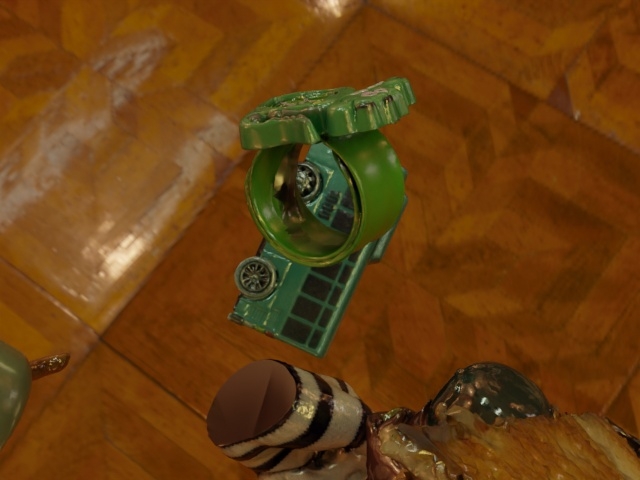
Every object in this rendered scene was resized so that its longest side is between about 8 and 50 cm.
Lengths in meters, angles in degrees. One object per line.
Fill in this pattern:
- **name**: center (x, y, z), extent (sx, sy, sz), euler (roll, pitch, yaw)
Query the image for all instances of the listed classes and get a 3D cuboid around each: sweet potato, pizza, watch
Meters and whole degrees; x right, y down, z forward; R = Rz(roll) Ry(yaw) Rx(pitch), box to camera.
- **sweet potato**: center (-0.368, 0.175, 1.473), extent (0.044, 0.044, 0.179), euler (32, 50, 22)
- **pizza**: center (0.140, 0.173, 0.531), extent (0.074, 0.287, 0.251), euler (-51, 60, 15)
- **watch**: center (0.010, -0.055, 1.101), extent (0.165, 0.131, 0.152), euler (1, 108, 35)

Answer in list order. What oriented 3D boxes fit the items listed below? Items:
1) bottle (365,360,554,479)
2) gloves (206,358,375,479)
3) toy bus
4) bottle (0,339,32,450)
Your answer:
- **bottle**: center (0.088, 0.214, 1.012), extent (0.156, 0.143, 0.271), euler (27, 113, 0)
- **gloves**: center (0.006, 0.195, 1.155), extent (0.140, 0.218, 0.131), euler (-50, 43, 1)
- **toy bus**: center (0.000, 0.000, 1.455), extent (0.147, 0.128, 0.256), euler (26, 86, 0)
- **bottle**: center (-0.457, 0.103, 1.202), extent (0.168, 0.347, 0.168), euler (-42, 27, 28)
